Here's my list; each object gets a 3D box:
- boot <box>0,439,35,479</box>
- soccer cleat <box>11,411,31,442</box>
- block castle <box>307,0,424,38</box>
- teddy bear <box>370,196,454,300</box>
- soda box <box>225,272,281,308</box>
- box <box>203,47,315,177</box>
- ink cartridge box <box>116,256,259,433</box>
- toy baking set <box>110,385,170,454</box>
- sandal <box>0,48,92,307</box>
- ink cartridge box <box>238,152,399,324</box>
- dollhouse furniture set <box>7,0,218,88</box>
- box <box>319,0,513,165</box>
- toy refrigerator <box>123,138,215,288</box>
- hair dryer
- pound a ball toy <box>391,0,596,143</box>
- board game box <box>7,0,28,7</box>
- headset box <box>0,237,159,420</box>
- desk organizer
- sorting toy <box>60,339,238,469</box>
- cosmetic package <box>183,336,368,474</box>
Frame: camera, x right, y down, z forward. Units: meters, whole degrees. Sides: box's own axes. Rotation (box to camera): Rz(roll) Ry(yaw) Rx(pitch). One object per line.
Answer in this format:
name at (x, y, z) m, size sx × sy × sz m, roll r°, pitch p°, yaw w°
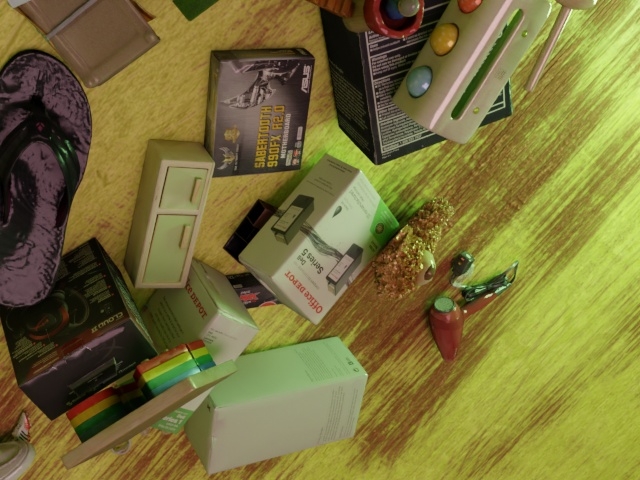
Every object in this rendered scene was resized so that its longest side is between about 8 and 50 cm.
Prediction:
boot at (-0.699, 0.439, 1.822) m, size 0.258 × 0.095 × 0.123 m, roll -26°, pitch 131°, yaw -4°
soccer cleat at (-0.603, 0.380, 1.883) m, size 0.036 × 0.029 × 0.083 m, roll -9°, pitch 130°, yaw -28°
block castle at (0.070, -0.545, 1.370) m, size 0.303 × 0.213 × 0.453 m, roll 18°, pitch 91°, yaw -25°
teddy bear at (0.190, 0.025, 1.916) m, size 0.113 × 0.338 × 0.245 m, roll 40°, pitch 89°, yaw 2°
soda box at (-0.114, 0.099, 1.938) m, size 0.169 × 0.053 × 0.060 m, roll -6°, pitch 124°, yaw -24°
box at (-0.114, -0.232, 1.703) m, size 0.183 × 0.056 × 0.231 m, roll -7°, pitch 124°, yaw -25°
ink cartridge box at (-0.272, 0.200, 1.822) m, size 0.117 × 0.201 × 0.278 m, roll 29°, pitch 104°, yaw -41°
toy baking set at (-0.391, 0.371, 1.991) m, size 0.256 × 0.030 × 0.196 m, roll -17°, pitch 129°, yaw -18°
sandal at (-0.467, -0.086, 1.549) m, size 0.168 × 0.107 × 0.445 m, roll 1°, pitch 110°, yaw -26°
ink cartridge box at (0.000, 0.000, 1.839) m, size 0.273 × 0.115 × 0.198 m, roll -51°, pitch 138°, yaw -10°
dollhouse furniture set at (-0.302, -0.406, 1.475) m, size 0.302 × 0.151 × 0.197 m, roll -31°, pitch 113°, yaw 17°
box at (0.177, -0.342, 1.701) m, size 0.296 × 0.182 × 0.294 m, roll -21°, pitch 129°, yaw -14°
toy refrigerator at (-0.280, -0.043, 1.720) m, size 0.102 × 0.094 × 0.269 m, roll 2°, pitch 120°, yaw -29°
hair dryer at (0.357, 0.169, 2.228) m, size 0.224 × 0.080 × 0.293 m, roll 13°, pitch 115°, yaw -35°
pound a ball toy at (0.265, -0.315, 1.512) m, size 0.136 × 0.208 × 0.319 m, roll 18°, pitch 112°, yaw -35°
board game box at (-0.312, -0.460, 1.261) m, size 0.318 × 0.318 × 0.066 m, roll -28°, pitch 131°, yaw -8°
headset box at (-0.430, 0.158, 1.646) m, size 0.218 × 0.293 × 0.110 m, roll -32°, pitch 131°, yaw -6°
desk organizer at (-0.133, -0.014, 1.853) m, size 0.050 × 0.047 × 0.130 m, roll 27°, pitch 106°, yaw -37°
sorting toy at (-0.299, 0.265, 1.602) m, size 0.257 × 0.089 × 0.255 m, roll -33°, pitch 173°, yaw 9°
cosmetic package at (-0.099, 0.356, 2.050) m, size 0.366 × 0.155 × 0.196 m, roll -6°, pitch 125°, yaw -28°
